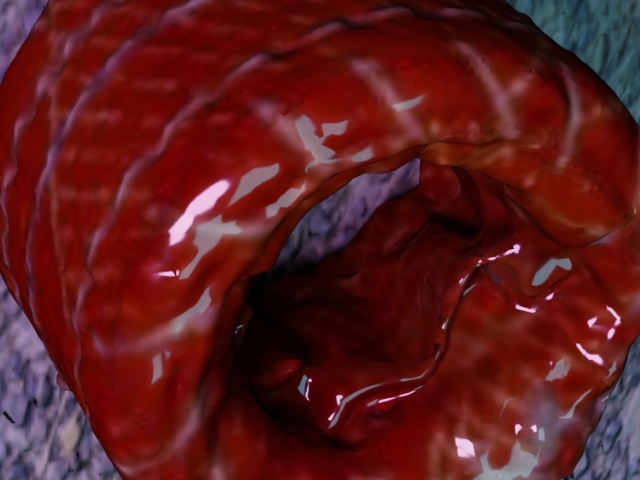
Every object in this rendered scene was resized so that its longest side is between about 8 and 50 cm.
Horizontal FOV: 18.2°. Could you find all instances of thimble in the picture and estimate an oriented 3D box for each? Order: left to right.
[{"bbox_3d":[0.000,0.000,1.098,0.350,0.230,0.350,-15,126,-21],"label":"thimble"}]
